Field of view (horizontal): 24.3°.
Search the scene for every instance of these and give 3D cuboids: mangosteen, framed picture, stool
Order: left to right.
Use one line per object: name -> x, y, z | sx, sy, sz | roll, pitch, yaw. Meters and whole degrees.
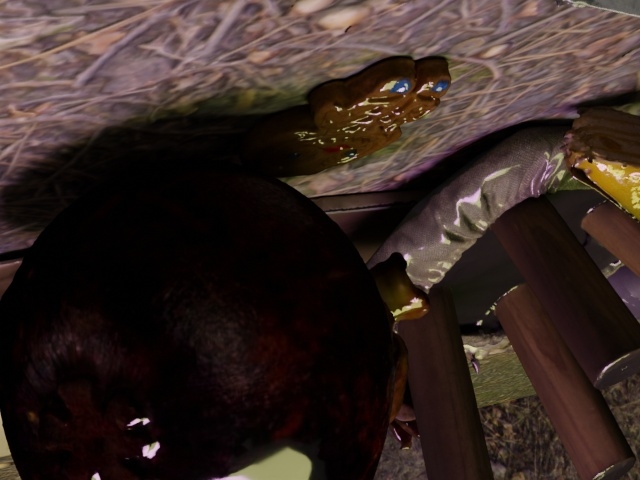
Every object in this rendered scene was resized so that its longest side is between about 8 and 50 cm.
mangosteen -> -0.081, 0.083, 1.040 | 0.297, 0.297, 0.293 | -22, -157, 25
framed picture -> 0.000, 0.000, 1.362 | 0.289, 0.016, 0.213 | -6, 163, -36
stool -> 0.214, 0.070, 1.319 | 0.310, 0.226, 0.310 | -3, 143, -44

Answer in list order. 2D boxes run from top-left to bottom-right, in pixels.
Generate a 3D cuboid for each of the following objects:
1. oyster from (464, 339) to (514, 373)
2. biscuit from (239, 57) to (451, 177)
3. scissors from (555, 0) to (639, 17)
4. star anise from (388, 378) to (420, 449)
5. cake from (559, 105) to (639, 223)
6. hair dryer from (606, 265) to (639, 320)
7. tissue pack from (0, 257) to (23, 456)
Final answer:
oyster -> 0.183, 0.040, 1.588 | 0.201, 0.107, 0.354 | -29, 150, -1
biscuit -> 0.016, -0.078, 1.030 | 0.124, 0.026, 0.175 | -6, 164, -39
scissors -> 0.307, -0.139, 0.950 | 0.360, 0.191, 0.029 | 5, -169, -16
star anise -> 0.114, 0.134, 1.752 | 0.099, 0.214, 0.220 | 13, 127, 5
cake -> 0.279, -0.040, 1.217 | 0.185, 0.079, 0.116 | 5, 139, -1
hair dryer -> 0.453, 0.001, 1.755 | 0.361, 0.121, 0.301 | -18, 177, -15
tissue pack -> -0.285, 0.108, 1.229 | 0.159, 0.125, 0.234 | -12, 167, -17
